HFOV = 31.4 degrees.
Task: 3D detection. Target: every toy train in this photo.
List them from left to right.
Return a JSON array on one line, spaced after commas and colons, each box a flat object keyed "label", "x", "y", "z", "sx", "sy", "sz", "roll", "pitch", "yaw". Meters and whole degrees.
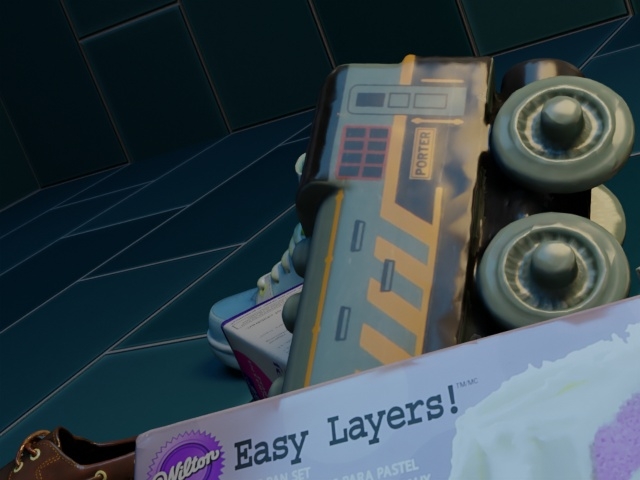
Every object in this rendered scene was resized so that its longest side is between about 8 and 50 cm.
[{"label": "toy train", "x": 0.071, "y": 0.039, "z": 0.629, "sx": 0.190, "sy": 0.142, "sz": 0.334, "roll": 2, "pitch": 61, "yaw": 14}]

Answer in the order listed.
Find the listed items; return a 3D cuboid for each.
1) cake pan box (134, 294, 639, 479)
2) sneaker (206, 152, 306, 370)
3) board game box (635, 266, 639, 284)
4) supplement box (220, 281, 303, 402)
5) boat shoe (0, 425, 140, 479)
[{"label": "cake pan box", "x": 0.054, "y": 0.154, "z": 0.385, "sx": 0.266, "sy": 0.070, "sz": 0.246, "roll": -16, "pitch": 48, "yaw": 15}, {"label": "sneaker", "x": 0.000, "y": 0.000, "z": 1.017, "sx": 0.319, "sy": 0.208, "sz": 0.127, "roll": -12, "pitch": 18, "yaw": 35}, {"label": "board game box", "x": 0.312, "y": 0.014, "z": 0.635, "sx": 0.142, "sy": 0.144, "sz": 0.275, "roll": -7, "pitch": 20, "yaw": 42}, {"label": "supplement box", "x": 0.028, "y": 0.100, "z": 0.796, "sx": 0.114, "sy": 0.111, "sz": 0.220, "roll": -26, "pitch": 14, "yaw": -19}, {"label": "boat shoe", "x": -0.150, "y": 0.146, "z": 0.691, "sx": 0.207, "sy": 0.073, "sz": 0.073, "roll": -8, "pitch": 14, "yaw": 2}]
